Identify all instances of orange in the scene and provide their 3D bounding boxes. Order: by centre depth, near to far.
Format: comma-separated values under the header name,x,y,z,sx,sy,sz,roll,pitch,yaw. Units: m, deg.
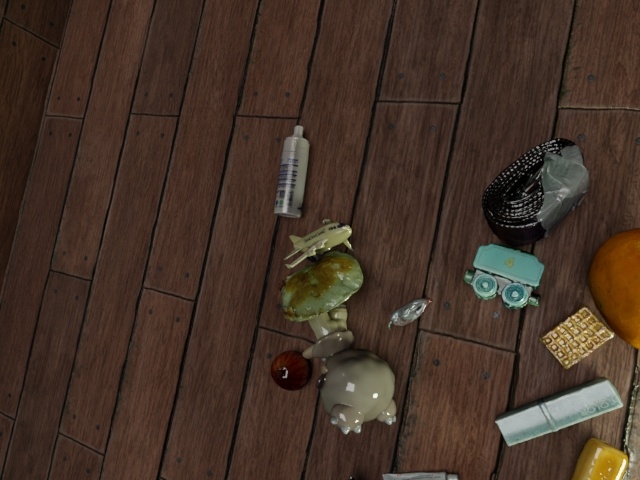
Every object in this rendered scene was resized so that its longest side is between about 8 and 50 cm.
name,x,y,z,sx,sy,sz,roll,pitch,yaw
orange,0.734,0.111,1.018,0.226,0.284,0.283,-22,74,13

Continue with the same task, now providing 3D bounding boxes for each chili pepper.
name,x,y,z,sx,sy,sz,roll,pitch,yaw
chili pepper,0.257,0.211,1.345,0.153,0.041,0.050,-32,113,16

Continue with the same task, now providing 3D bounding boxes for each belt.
name,x,y,z,sx,sy,sz,roll,pitch,yaw
belt,0.551,-0.128,1.178,0.289,0.164,0.184,-44,50,2

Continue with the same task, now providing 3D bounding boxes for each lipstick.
name,x,y,z,sx,sy,sz,roll,pitch,yaw
lipstick,0.590,0.426,1.150,0.290,0.076,0.077,-29,71,17

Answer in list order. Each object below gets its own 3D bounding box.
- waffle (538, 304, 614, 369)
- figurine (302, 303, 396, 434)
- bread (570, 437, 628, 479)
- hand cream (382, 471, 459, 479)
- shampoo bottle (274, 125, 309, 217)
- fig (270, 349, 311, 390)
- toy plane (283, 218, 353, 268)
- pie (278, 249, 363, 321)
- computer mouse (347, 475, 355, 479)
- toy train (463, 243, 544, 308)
name,x,y,z,sx,sy,sz,roll,pitch,yaw
waffle,0.647,0.244,1.169,0.148,0.042,0.102,-42,70,13
figurine,0.078,0.354,1.322,0.203,0.248,0.380,-45,53,28
bread,0.643,0.594,1.104,0.093,0.074,0.239,22,93,9
hand cream,0.279,0.670,1.276,0.216,0.038,0.052,-19,51,26
shampoo bottle,-0.091,-0.231,1.532,0.092,0.092,0.303,4,83,24
fig,-0.088,0.405,1.423,0.129,0.150,0.128,0,89,-15
toy plane,0.000,0.000,1.391,0.256,0.242,0.104,-7,121,41
pie,-0.003,0.140,1.381,0.275,0.257,0.105,-30,116,10
computer mouse,0.138,0.770,1.274,0.078,0.146,0.241,-23,82,-10
toy train,0.492,0.097,1.227,0.198,0.107,0.154,19,83,25
